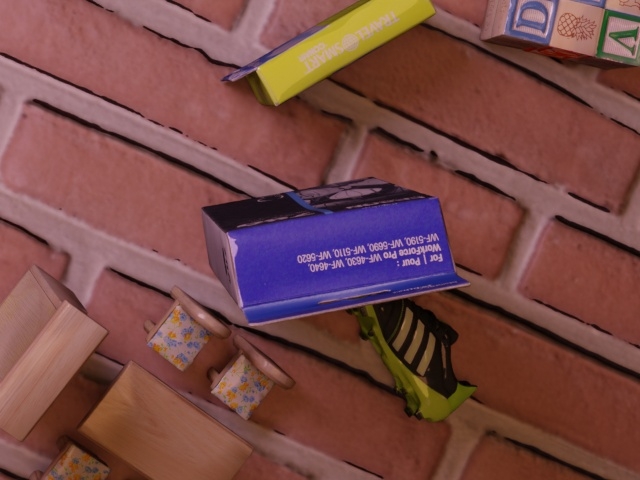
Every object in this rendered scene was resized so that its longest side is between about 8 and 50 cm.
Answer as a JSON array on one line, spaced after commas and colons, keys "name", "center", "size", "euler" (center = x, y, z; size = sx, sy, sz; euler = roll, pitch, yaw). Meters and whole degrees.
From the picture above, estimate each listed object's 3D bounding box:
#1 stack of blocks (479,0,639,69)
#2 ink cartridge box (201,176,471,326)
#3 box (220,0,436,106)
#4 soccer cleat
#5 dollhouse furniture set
[{"name": "stack of blocks", "center": [0.260, -0.306, 1.339], "size": [0.171, 0.087, 0.297], "euler": [12, 92, -9]}, {"name": "ink cartridge box", "center": [0.000, 0.000, 1.198], "size": [0.165, 0.333, 0.065], "euler": [-10, 98, -9]}, {"name": "box", "center": [0.004, -0.166, 1.300], "size": [0.178, 0.109, 0.042], "euler": [-30, 99, -5]}, {"name": "soccer cleat", "center": [0.077, 0.079, 1.358], "size": [0.072, 0.060, 0.179], "euler": [-33, 104, -15]}, {"name": "dollhouse furniture set", "center": [-0.161, 0.142, 1.248], "size": [0.242, 0.161, 0.212], "euler": [39, 87, -22]}]
